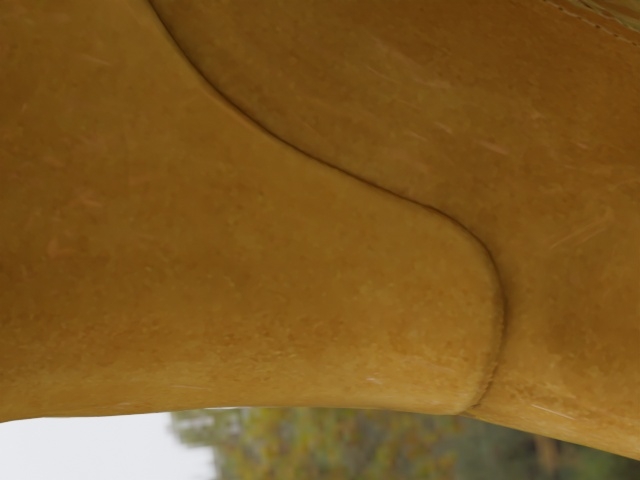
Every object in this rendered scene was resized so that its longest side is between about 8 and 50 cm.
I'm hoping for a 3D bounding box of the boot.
[{"bbox_3d":[0.000,0.000,0.354,0.295,0.211,0.104,-49,-20,-48],"label":"boot"}]
